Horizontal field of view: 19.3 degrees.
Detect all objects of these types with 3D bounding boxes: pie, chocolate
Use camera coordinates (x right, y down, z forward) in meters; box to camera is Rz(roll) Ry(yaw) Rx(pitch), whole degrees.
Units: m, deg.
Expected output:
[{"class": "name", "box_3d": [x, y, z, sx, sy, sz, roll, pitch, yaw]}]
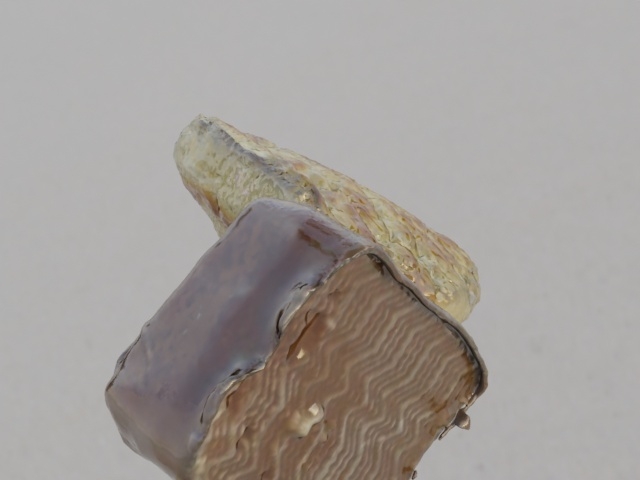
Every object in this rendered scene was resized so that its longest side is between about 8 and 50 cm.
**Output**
[{"class": "pie", "box_3d": [0.000, 0.000, 1.126, 0.205, 0.179, 0.084, 31, 94, 45]}, {"class": "chocolate", "box_3d": [-0.012, 0.070, 0.923, 0.093, 0.214, 0.148, 30, 82, 34]}]
